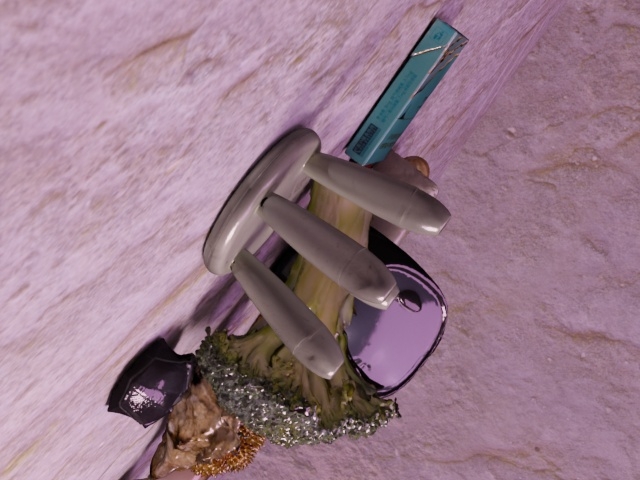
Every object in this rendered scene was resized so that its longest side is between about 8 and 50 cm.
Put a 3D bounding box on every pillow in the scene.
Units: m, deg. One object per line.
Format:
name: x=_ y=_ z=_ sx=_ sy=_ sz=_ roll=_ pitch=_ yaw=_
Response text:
pillow: x=0.115 y=-0.063 z=1.765 sx=0.181 sy=0.134 sz=0.078 roll=-54 pitch=161 yaw=0

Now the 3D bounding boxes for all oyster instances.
oyster: x=-0.165 y=0.270 z=1.545 sx=0.198 sy=0.133 sz=0.337 roll=-49 pitch=174 yaw=-44

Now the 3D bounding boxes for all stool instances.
stool: x=0.002 y=0.007 z=1.107 sx=0.195 sy=0.199 sz=0.195 roll=-47 pitch=172 yaw=-46

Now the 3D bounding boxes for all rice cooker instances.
rice cooker: x=0.045 y=0.104 z=1.546 sx=0.267 sy=0.267 sz=0.224 roll=-53 pitch=-145 yaw=0

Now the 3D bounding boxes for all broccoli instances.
broccoli: x=-0.034 y=0.089 z=1.323 sx=0.221 sy=0.252 sz=0.361 roll=71 pitch=14 yaw=-73

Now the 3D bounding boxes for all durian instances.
durian: x=-0.182 y=0.351 z=1.783 sx=0.158 sy=0.137 sz=0.168 roll=-46 pitch=142 yaw=-6

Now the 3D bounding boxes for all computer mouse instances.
computer mouse: x=-0.193 y=0.176 z=1.200 sx=0.106 sy=0.062 sz=0.192 roll=-55 pitch=171 yaw=-4

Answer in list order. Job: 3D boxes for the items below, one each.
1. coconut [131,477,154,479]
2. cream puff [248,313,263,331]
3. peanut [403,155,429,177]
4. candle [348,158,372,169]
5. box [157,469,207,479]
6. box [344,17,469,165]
coconut: x=-0.274 y=0.477 z=1.605 sx=0.171 sy=0.183 sz=0.171 roll=-55 pitch=168 yaw=-18
cream puff: x=0.002 y=0.196 z=1.863 sx=0.343 sy=0.231 sz=0.327 roll=-53 pitch=169 yaw=-1
peanut: x=0.127 y=-0.088 z=1.874 sx=0.193 sy=0.089 sz=0.089 roll=-50 pitch=172 yaw=-11
candle: x=0.070 y=-0.124 z=1.600 sx=0.026 sy=0.021 sz=0.167 roll=-53 pitch=172 yaw=5
box: x=-0.247 y=0.425 z=1.912 sx=0.200 sy=0.088 sz=0.146 roll=-51 pitch=174 yaw=-26
box: x=0.129 y=-0.215 z=1.464 sx=0.229 sy=0.041 sz=0.162 roll=-55 pitch=173 yaw=15
